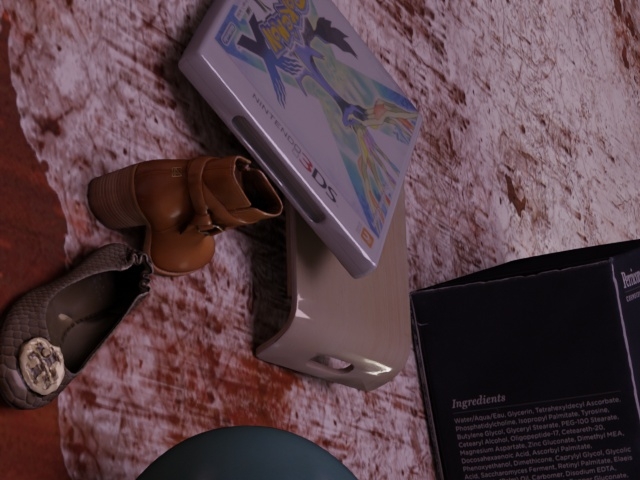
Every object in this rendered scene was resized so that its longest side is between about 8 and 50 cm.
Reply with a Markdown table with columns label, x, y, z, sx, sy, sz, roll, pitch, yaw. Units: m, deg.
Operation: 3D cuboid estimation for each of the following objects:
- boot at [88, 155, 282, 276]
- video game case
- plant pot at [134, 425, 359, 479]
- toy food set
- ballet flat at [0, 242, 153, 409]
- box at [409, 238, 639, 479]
| label | x | y | z | sx | sy | sz | roll | pitch | yaw |
| --- | --- | --- | --- | --- | --- | --- | --- | --- | --- |
| boot | -0.102 | -0.022 | 1.650 | 0.197 | 0.152 | 0.073 | 33 | 51 | -60 |
| video game case | -0.010 | -0.158 | 1.935 | 0.300 | 0.036 | 0.329 | 50 | 29 | -19 |
| plant pot | -0.062 | 0.297 | 1.482 | 0.235 | 0.293 | 0.293 | -96 | 163 | -52 |
| toy food set | 0.000 | 0.000 | 1.993 | 0.219 | 0.092 | 0.306 | 22 | 59 | -50 |
| ballet flat | -0.201 | 0.065 | 1.508 | 0.250 | 0.058 | 0.084 | -49 | 125 | -61 |
| box | 0.362 | 0.255 | 2.461 | 0.480 | 0.297 | 0.472 | -12 | 91 | -67 |
